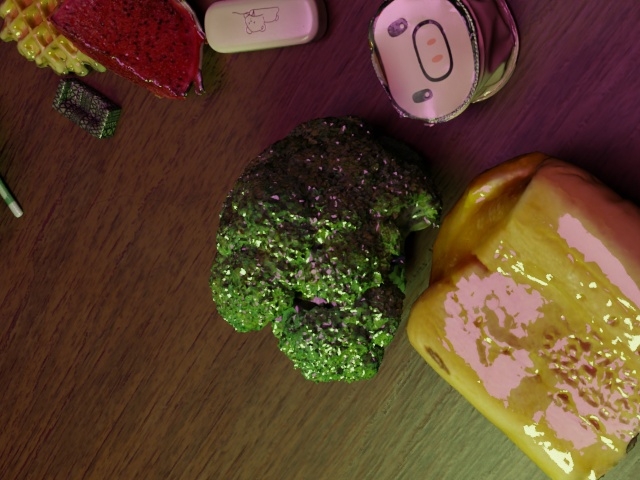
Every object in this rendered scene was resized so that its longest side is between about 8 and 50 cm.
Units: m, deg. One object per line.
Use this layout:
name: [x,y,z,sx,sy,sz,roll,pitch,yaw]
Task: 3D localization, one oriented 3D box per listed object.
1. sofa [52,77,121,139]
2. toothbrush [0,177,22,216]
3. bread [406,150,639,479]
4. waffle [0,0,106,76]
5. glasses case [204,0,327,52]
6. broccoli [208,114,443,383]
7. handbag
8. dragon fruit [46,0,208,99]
sofa: [-0.400,-0.227,2.066,0.118,0.039,0.060,34,116,20]
toothbrush: [-0.619,-0.151,2.226,0.018,0.024,0.257,-37,83,32]
bread: [0.323,0.076,1.593,0.394,0.250,0.361,42,116,20]
waffle: [-0.446,-0.404,2.045,0.261,0.056,0.250,17,110,24]
glasses case: [-0.084,-0.333,1.841,0.196,0.050,0.083,-4,96,26]
broccoli: [0.006,-0.006,1.736,0.413,0.310,0.321,57,138,48]
handbag: [0.169,-0.272,1.673,0.179,0.116,0.205,-19,92,34]
dragon fruit: [-0.280,-0.336,1.933,0.274,0.126,0.161,29,86,-3]
